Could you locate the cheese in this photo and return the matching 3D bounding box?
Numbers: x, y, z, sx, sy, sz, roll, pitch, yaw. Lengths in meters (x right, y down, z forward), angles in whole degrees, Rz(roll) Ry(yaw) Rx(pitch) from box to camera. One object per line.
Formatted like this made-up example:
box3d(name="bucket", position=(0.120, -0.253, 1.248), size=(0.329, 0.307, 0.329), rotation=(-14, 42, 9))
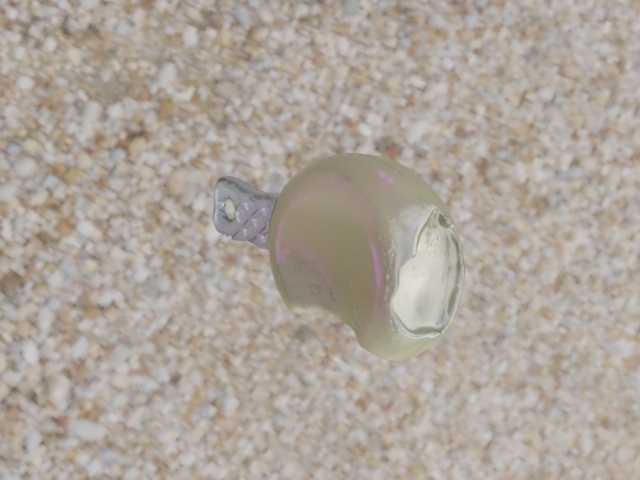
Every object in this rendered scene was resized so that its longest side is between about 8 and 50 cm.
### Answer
box3d(name="cheese", position=(0.000, 0.000, 1.276), size=(0.082, 0.286, 0.163), rotation=(-9, 107, -39))
